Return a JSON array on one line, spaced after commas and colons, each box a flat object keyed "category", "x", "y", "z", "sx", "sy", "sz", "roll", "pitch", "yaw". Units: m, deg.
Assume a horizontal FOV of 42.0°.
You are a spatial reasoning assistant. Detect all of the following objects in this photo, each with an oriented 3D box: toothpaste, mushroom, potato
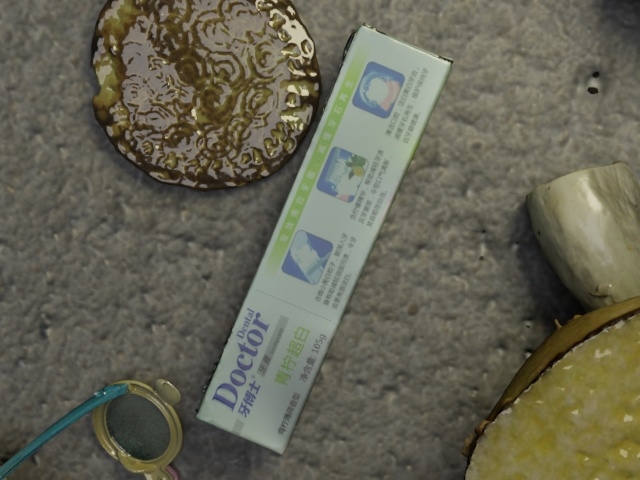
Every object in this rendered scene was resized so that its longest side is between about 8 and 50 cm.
[{"category": "toothpaste", "x": 0.000, "y": 0.000, "z": 0.672, "sx": 0.081, "sy": 0.067, "sz": 0.336, "roll": 23, "pitch": 96, "yaw": 0}, {"category": "mushroom", "x": 0.247, "y": 0.042, "z": 0.658, "sx": 0.081, "sy": 0.092, "sz": 0.223, "roll": -33, "pitch": 90, "yaw": 47}, {"category": "potato", "x": 0.242, "y": 0.144, "z": 0.592, "sx": 0.299, "sy": 0.116, "sz": 0.239, "roll": -36, "pitch": 96, "yaw": 11}]

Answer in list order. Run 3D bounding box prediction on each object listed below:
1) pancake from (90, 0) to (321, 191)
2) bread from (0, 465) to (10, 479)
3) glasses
[{"category": "pancake", "x": -0.097, "y": -0.135, "z": 0.687, "sx": 0.199, "sy": 0.021, "sz": 0.199, "roll": 0, "pitch": 95, "yaw": 3}, {"category": "bread", "x": -0.334, "y": 0.282, "z": 0.663, "sx": 0.246, "sy": 0.121, "sz": 0.174, "roll": -33, "pitch": 52, "yaw": 8}, {"category": "glasses", "x": -0.198, "y": 0.224, "z": 0.645, "sx": 0.088, "sy": 0.221, "sz": 0.189, "roll": -8, "pitch": 95, "yaw": 41}]
